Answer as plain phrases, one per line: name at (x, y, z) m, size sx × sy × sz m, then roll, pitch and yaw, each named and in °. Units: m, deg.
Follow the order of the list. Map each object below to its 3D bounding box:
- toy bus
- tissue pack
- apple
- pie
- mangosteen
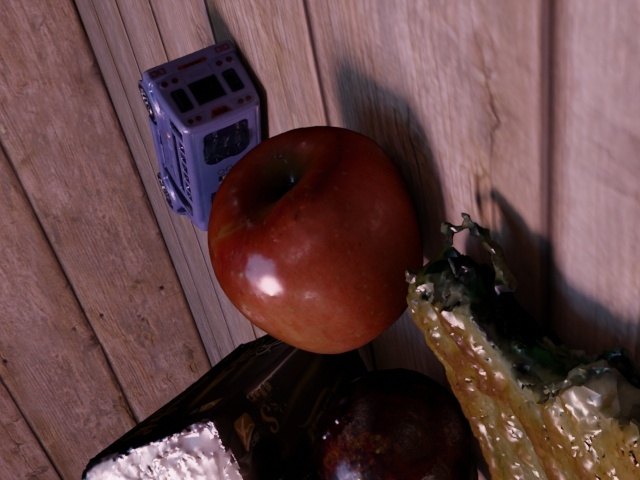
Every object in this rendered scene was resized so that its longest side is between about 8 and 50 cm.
toy bus at (-0.140, -0.111, 1.128) m, size 0.133 × 0.125 × 0.292 m, roll 58°, pitch 163°, yaw 24°
tissue pack at (-0.067, 0.239, 0.984) m, size 0.210 × 0.198 × 0.370 m, roll 61°, pitch -157°, yaw -2°
apple at (0.000, 0.000, 0.727) m, size 0.168 × 0.181 × 0.181 m, roll 47°, pitch 177°, yaw -33°
pie at (0.170, 0.147, 0.548) m, size 0.371 × 0.078 × 0.296 m, roll 40°, pitch 151°, yaw 62°
mangosteen at (0.078, 0.212, 0.842) m, size 0.184 × 0.172 × 0.172 m, roll 48°, pitch 164°, yaw 4°
